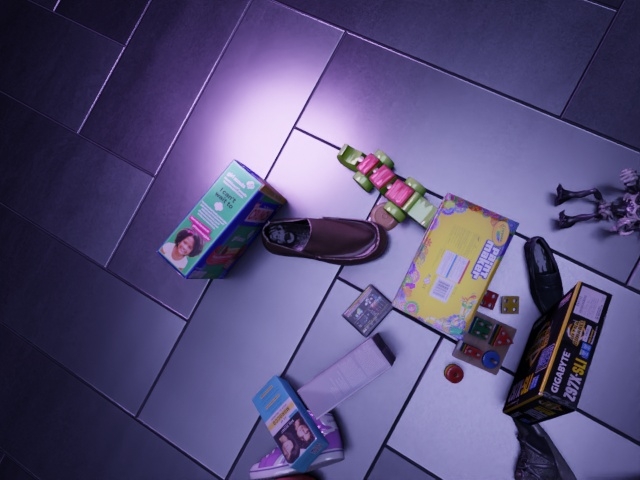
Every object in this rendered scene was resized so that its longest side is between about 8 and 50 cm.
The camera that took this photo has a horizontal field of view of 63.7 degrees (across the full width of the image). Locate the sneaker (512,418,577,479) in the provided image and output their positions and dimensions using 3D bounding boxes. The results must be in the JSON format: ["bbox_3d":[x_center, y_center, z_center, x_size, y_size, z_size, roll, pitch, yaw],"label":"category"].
[{"bbox_3d":[0.512,0.525,1.268,0.130,0.087,0.227,-31,83,1],"label":"sneaker"}]

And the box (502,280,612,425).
[{"bbox_3d":[0.515,0.265,1.147,0.080,0.322,0.257,22,70,15],"label":"box"}]

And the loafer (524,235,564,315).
[{"bbox_3d":[0.571,0.098,1.313,0.076,0.078,0.223,-13,80,11],"label":"loafer"}]

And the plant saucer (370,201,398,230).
[{"bbox_3d":[0.181,-0.069,1.454,0.084,0.015,0.083,-2,82,13],"label":"plant saucer"}]

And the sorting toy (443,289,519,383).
[{"bbox_3d":[0.430,0.256,1.318,0.132,0.046,0.274,25,89,-8],"label":"sorting toy"}]

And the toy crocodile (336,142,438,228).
[{"bbox_3d":[0.182,-0.155,1.403,0.115,0.105,0.340,-46,63,4],"label":"toy crocodile"}]

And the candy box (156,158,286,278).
[{"bbox_3d":[-0.257,-0.046,1.420,0.122,0.268,0.317,39,93,10],"label":"candy box"}]

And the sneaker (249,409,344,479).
[{"bbox_3d":[-0.075,0.552,1.406,0.282,0.102,0.160,-24,59,14],"label":"sneaker"}]

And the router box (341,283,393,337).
[{"bbox_3d":[0.132,0.194,1.420,0.092,0.038,0.122,43,93,14],"label":"router box"}]

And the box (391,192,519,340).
[{"bbox_3d":[0.324,0.070,1.269,0.177,0.279,0.289,26,90,14],"label":"box"}]

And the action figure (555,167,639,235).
[{"bbox_3d":[0.737,-0.084,1.269,0.276,0.141,0.163,-2,81,16],"label":"action figure"}]

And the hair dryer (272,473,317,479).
[{"bbox_3d":[-0.053,0.698,1.298,0.294,0.223,0.080,30,121,9],"label":"hair dryer"}]

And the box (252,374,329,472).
[{"bbox_3d":[-0.085,0.476,1.356,0.100,0.060,0.244,-47,42,0],"label":"box"}]

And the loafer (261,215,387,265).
[{"bbox_3d":[0.000,0.000,1.427,0.367,0.130,0.133,-1,83,12],"label":"loafer"}]

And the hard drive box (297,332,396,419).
[{"bbox_3d":[0.074,0.347,1.342,0.232,0.181,0.089,-37,78,7],"label":"hard drive box"}]
